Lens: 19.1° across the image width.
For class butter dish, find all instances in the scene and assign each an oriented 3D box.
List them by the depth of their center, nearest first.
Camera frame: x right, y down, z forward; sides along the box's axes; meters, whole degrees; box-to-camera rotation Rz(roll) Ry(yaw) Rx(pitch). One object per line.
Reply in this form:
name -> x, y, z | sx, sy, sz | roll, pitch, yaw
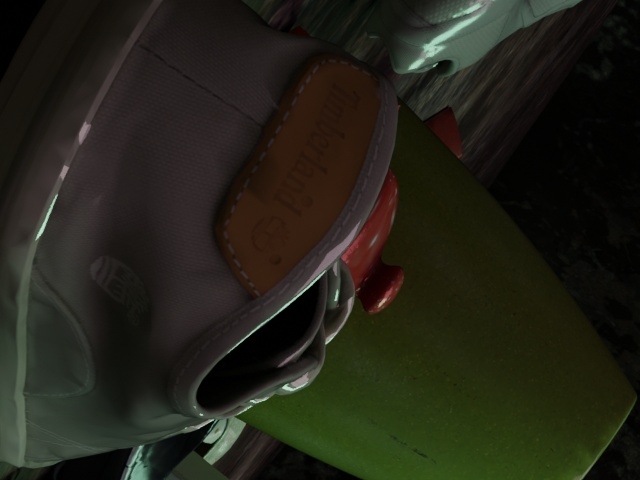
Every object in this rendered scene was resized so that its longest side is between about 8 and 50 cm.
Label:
butter dish -> 0.000, 0.000, 1.201 | 0.160, 0.118, 0.160 | -50, 174, -14

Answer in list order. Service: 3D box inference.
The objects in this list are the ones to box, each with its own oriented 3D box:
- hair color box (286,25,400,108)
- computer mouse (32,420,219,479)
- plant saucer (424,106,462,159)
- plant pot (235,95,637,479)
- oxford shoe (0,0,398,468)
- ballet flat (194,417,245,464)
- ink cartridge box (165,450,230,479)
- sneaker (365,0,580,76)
hair color box -> -0.027, -0.035, 1.004 | 0.141, 0.072, 0.043 | -54, 174, 27
computer mouse -> -0.122, 0.144, 1.081 | 0.262, 0.060, 0.184 | -50, -141, 29
plant saucer -> 0.048, -0.005, 1.915 | 0.258, 0.048, 0.259 | -54, 173, 19
plant pot -> 0.076, 0.080, 1.415 | 0.275, 0.293, 0.275 | -51, 174, -7
oxford shoe -> -0.057, 0.021, 0.764 | 0.449, 0.130, 0.169 | 115, 1, -73
ballet flat -> -0.122, 0.190, 1.746 | 0.168, 0.057, 0.052 | -52, 165, -5
ink cartridge box -> -0.133, 0.198, 1.435 | 0.060, 0.104, 0.180 | -46, 172, -45
sneaker -> 0.094, -0.158, 1.176 | 0.121, 0.099, 0.262 | -46, 169, 20
